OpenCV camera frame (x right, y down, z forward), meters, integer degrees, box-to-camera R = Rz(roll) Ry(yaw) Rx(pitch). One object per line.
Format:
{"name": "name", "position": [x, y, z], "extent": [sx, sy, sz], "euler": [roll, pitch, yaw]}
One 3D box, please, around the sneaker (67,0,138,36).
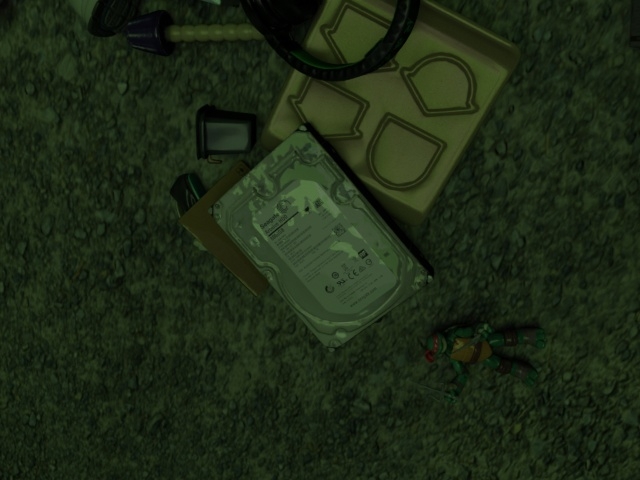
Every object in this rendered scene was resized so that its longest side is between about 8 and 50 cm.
{"name": "sneaker", "position": [-0.339, -0.493, 0.986], "extent": [0.129, 0.111, 0.297], "euler": [40, 105, 13]}

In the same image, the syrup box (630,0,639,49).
{"name": "syrup box", "position": [0.516, -0.404, 0.865], "extent": [0.093, 0.096, 0.236], "euler": [-3, 106, 11]}

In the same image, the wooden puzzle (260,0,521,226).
{"name": "wooden puzzle", "position": [0.106, -0.237, 1.008], "extent": [0.322, 0.080, 0.347], "euler": [28, 115, 0]}

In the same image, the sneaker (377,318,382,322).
{"name": "sneaker", "position": [0.102, 0.098, 1.118], "extent": [0.234, 0.078, 0.106], "euler": [-34, 106, 19]}

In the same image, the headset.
{"name": "headset", "position": [-0.014, -0.425, 0.887], "extent": [0.243, 0.185, 0.394], "euler": [-39, 91, 35]}

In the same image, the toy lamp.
{"name": "toy lamp", "position": [-0.194, -0.356, 1.018], "extent": [0.275, 0.080, 0.080], "euler": [0, 108, 9]}

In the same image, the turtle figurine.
{"name": "turtle figurine", "position": [0.283, 0.204, 1.097], "extent": [0.234, 0.118, 0.175], "euler": [4, 124, -7]}

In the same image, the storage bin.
{"name": "storage bin", "position": [-0.161, -0.183, 1.045], "extent": [0.091, 0.135, 0.098], "euler": [2, 108, -1]}

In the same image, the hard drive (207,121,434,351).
{"name": "hard drive", "position": [0.000, 0.000, 1.030], "extent": [0.237, 0.064, 0.339], "euler": [-38, 95, 19]}

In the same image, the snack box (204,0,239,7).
{"name": "snack box", "position": [-0.212, -0.422, 0.986], "extent": [0.141, 0.100, 0.037], "euler": [17, 110, 5]}

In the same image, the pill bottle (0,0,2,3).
{"name": "pill bottle", "position": [-0.633, -0.441, 1.038], "extent": [0.229, 0.131, 0.131], "euler": [-36, 99, 19]}

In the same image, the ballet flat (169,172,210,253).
{"name": "ballet flat", "position": [-0.221, -0.030, 1.134], "extent": [0.074, 0.074, 0.203], "euler": [-30, 95, 18]}

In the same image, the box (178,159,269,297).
{"name": "box", "position": [-0.133, -0.022, 1.102], "extent": [0.201, 0.021, 0.164], "euler": [45, 77, -6]}
